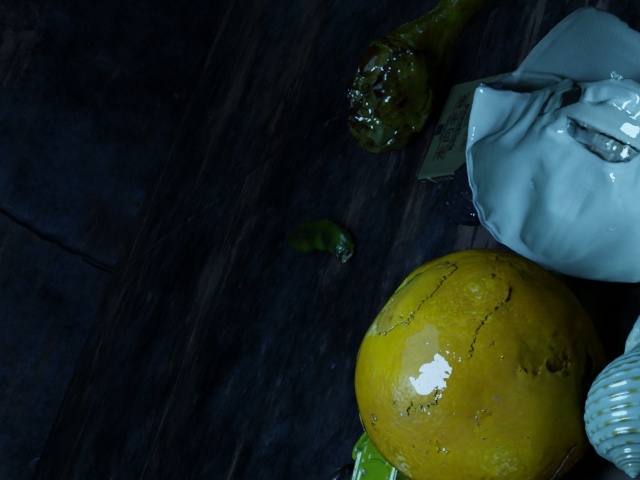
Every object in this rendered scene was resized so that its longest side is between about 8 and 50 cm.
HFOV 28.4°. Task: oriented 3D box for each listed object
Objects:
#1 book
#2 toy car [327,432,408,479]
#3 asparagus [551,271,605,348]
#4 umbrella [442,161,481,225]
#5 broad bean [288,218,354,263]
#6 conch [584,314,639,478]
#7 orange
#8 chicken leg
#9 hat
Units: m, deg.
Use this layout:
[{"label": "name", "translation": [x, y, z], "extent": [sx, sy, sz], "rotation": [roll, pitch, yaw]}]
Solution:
[{"label": "book", "translation": [0.223, -0.161, 1.795], "extent": [0.231, 0.026, 0.161], "rotation": [-3, 61, 67]}, {"label": "toy car", "translation": [0.090, 0.325, 1.340], "extent": [0.200, 0.142, 0.248], "rotation": [178, 109, -71]}, {"label": "asparagus", "translation": [0.280, 0.016, 1.391], "extent": [0.060, 0.067, 0.278], "rotation": [106, 178, -47]}, {"label": "umbrella", "translation": [0.265, -0.118, 1.562], "extent": [0.090, 0.094, 0.326], "rotation": [-20, -16, -43]}, {"label": "broad bean", "translation": [0.001, -0.004, 2.088], "extent": [0.254, 0.046, 0.065], "rotation": [12, 88, 67]}, {"label": "conch", "translation": [0.297, 0.145, 1.139], "extent": [0.153, 0.102, 0.135], "rotation": [-49, -17, -26]}, {"label": "orange", "translation": [0.150, 0.129, 1.212], "extent": [0.246, 0.246, 0.246], "rotation": [-49, 24, 31]}, {"label": "chicken leg", "translation": [0.151, -0.289, 1.915], "extent": [0.361, 0.140, 0.211], "rotation": [-58, -4, 20]}, {"label": "hat", "translation": [0.303, -0.110, 1.345], "extent": [0.301, 0.257, 0.168], "rotation": [-52, -15, -33]}]
